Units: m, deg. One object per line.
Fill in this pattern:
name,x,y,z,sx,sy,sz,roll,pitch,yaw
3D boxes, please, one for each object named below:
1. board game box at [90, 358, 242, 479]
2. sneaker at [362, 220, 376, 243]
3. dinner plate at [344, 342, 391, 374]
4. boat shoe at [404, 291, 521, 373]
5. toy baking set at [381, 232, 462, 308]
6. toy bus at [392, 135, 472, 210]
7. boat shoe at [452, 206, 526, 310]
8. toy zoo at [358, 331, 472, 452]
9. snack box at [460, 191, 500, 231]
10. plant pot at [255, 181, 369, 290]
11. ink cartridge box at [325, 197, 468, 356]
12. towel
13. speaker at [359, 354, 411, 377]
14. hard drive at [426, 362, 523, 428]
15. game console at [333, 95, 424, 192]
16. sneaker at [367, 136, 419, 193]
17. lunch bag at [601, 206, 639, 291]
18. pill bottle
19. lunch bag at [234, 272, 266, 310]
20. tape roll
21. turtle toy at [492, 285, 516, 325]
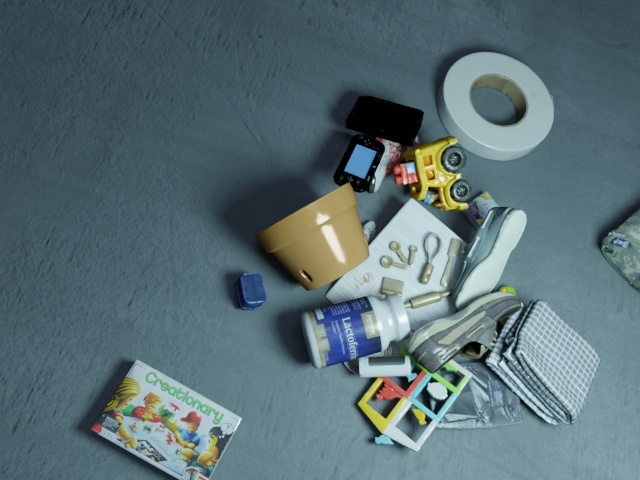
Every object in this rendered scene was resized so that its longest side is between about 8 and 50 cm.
board game box,-0.371,0.451,1.466,0.305,0.053,0.193,28,66,1
sneaker,0.125,-0.007,1.738,0.052,0.058,0.135,35,66,4
dinner plate,0.123,0.300,1.632,0.141,0.017,0.141,1,67,-2
boat shoe,0.393,0.251,1.581,0.355,0.132,0.130,-22,64,-18
toy baking set,0.286,0.084,1.664,0.256,0.030,0.197,-12,81,-2
toy bus,0.320,-0.181,1.775,0.211,0.149,0.220,-15,99,-10
boat shoe,0.447,0.045,1.655,0.116,0.099,0.319,33,88,-42
toy zoo,0.235,0.411,1.568,0.192,0.030,0.293,36,74,22
snack box,0.516,-0.069,1.847,0.100,0.037,0.141,-32,78,-22
plant pot,0.000,0.000,1.610,0.291,0.291,0.203,-31,94,-20
ink cartridge box,0.252,0.119,1.719,0.308,0.091,0.385,41,84,6
towel,0.617,0.324,1.627,0.284,0.121,0.235,46,58,-6
speaker,0.169,0.330,1.568,0.136,0.055,0.055,-4,68,10
hard drive,0.410,0.421,1.625,0.254,0.054,0.172,0,69,-10
game console,0.157,-0.281,1.761,0.213,0.044,0.361,18,59,13
sneaker,0.227,-0.256,1.838,0.145,0.090,0.270,12,64,-3
lunch bag,1.046,0.010,1.835,0.305,0.212,0.256,-36,63,-22
pill bottle,0.091,0.231,1.569,0.264,0.153,0.153,-15,72,-7
lunch bag,-0.190,0.143,1.616,0.067,0.065,0.098,-1,67,-28
tape roll,0.582,-0.450,1.992,0.392,0.072,0.392,4,68,-10
turtle toy,0.526,0.180,1.735,0.130,0.066,0.095,-38,104,-24
